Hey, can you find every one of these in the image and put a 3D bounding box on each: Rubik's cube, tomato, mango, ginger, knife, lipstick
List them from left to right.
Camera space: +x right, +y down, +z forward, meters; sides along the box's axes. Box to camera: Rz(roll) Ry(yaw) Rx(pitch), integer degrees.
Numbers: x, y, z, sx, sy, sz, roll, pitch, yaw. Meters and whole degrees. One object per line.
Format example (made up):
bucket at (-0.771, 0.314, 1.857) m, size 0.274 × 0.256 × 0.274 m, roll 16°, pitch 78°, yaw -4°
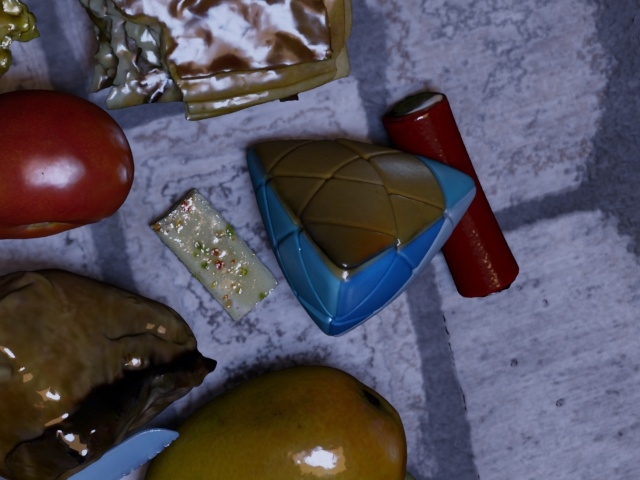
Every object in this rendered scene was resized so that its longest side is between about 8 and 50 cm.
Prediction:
tomato at (-0.280, -0.076, 1.323) m, size 0.195 × 0.195 × 0.136 m, roll -6°, pitch 83°, yaw -16°
knife at (-0.289, 0.280, 1.425) m, size 0.313 × 0.019 × 0.044 m, roll -31°, pitch 116°, yaw -1°
ginger at (-0.268, 0.125, 1.368) m, size 0.223 × 0.200 × 0.269 m, roll 50°, pitch 45°, yaw 2°
mango at (-0.057, 0.258, 1.483) m, size 0.317 × 0.173 × 0.211 m, roll -25°, pitch 111°, yaw 1°
Rubik's cube at (0.000, 0.000, 1.461) m, size 0.254 × 0.254 × 0.254 m, roll -4°, pitch 103°, yaw -17°
lipstick at (0.149, -0.050, 1.522) m, size 0.080 × 0.080 × 0.241 m, roll -28°, pitch 110°, yaw -10°

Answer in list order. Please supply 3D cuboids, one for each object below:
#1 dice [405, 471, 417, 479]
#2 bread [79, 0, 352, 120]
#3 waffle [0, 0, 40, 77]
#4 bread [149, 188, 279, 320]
dice at (0.092, 0.380, 1.553) m, size 0.166 × 0.169 × 0.169 m, roll -40°, pitch 110°, yaw -6°
bread at (-0.167, -0.282, 1.313) m, size 0.370 × 0.191 × 0.314 m, roll -8°, pitch 109°, yaw -11°
waffle at (-0.429, -0.223, 1.315) m, size 0.291 × 0.051 × 0.291 m, roll -4°, pitch 102°, yaw -19°
bread at (-0.115, 0.017, 1.481) m, size 0.068 × 0.028 × 0.153 m, roll -42°, pitch 112°, yaw -7°
